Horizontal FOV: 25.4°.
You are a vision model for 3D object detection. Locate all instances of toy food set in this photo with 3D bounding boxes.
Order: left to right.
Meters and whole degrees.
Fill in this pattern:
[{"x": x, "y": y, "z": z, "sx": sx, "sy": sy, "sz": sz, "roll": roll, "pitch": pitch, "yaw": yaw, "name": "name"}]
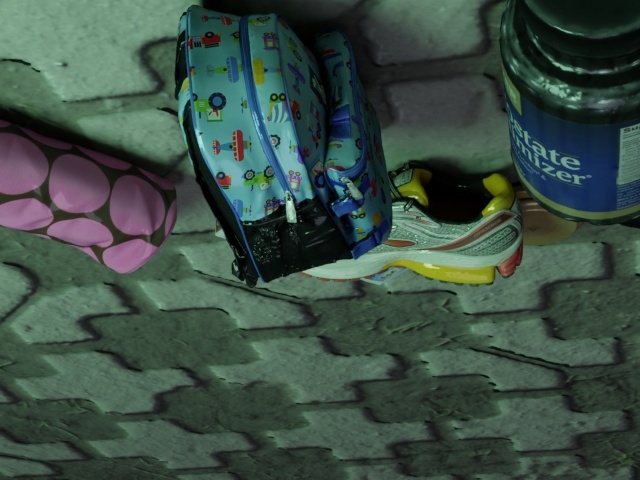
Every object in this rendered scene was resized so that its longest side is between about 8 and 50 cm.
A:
[{"x": 0.180, "y": -0.019, "z": 1.205, "sx": 0.083, "sy": 0.020, "sz": 0.082, "roll": 10, "pitch": 153, "yaw": -18, "name": "toy food set"}]

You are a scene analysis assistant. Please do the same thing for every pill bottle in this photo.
[{"x": 0.177, "y": -0.108, "z": 0.901, "sx": 0.123, "sy": 0.123, "sz": 0.219, "roll": -3, "pitch": 154, "yaw": 10, "name": "pill bottle"}]

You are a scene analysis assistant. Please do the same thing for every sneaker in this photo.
[{"x": 0.053, "y": -0.025, "z": 1.148, "sx": 0.225, "sy": 0.088, "sz": 0.092, "roll": 0, "pitch": 134, "yaw": 2, "name": "sneaker"}]

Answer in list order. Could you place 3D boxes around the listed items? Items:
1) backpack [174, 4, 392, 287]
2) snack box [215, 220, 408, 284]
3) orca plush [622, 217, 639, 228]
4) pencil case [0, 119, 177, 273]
[{"x": -0.029, "y": -0.079, "z": 0.949, "sx": 0.117, "sy": 0.158, "sz": 0.173, "roll": -13, "pitch": 140, "yaw": 10, "name": "backpack"}, {"x": 0.000, "y": 0.000, "z": 1.250, "sx": 0.178, "sy": 0.022, "sz": 0.064, "roll": 17, "pitch": 149, "yaw": -30, "name": "snack box"}, {"x": 0.314, "y": -0.056, "z": 1.026, "sx": 0.287, "sy": 0.102, "sz": 0.151, "roll": -19, "pitch": 148, "yaw": 36, "name": "orca plush"}, {"x": -0.220, "y": -0.035, "z": 1.112, "sx": 0.209, "sy": 0.095, "sz": 0.098, "roll": 20, "pitch": 114, "yaw": -30, "name": "pencil case"}]
